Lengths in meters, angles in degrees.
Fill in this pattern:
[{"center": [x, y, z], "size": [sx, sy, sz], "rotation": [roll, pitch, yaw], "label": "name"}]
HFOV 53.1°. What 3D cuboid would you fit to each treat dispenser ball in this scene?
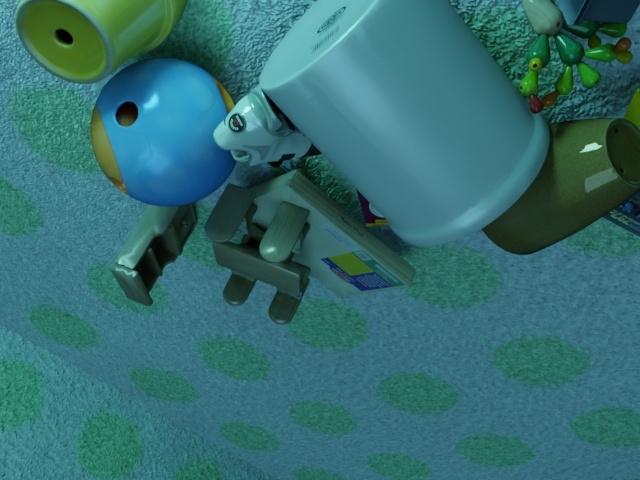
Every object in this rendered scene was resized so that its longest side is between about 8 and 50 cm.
[{"center": [-0.299, -0.209, 1.255], "size": [0.289, 0.288, 0.288], "rotation": [9, 140, 8], "label": "treat dispenser ball"}]

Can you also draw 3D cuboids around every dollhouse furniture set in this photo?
[{"center": [-0.242, 0.062, 1.512], "size": [0.395, 0.256, 0.362], "rotation": [20, 153, 9], "label": "dollhouse furniture set"}]

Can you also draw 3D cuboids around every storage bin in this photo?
[{"center": [0.420, -0.387, 0.956], "size": [0.091, 0.135, 0.098], "rotation": [6, 141, -6], "label": "storage bin"}]

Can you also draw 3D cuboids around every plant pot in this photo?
[{"center": [-0.386, -0.404, 1.097], "size": [0.254, 0.238, 0.254], "rotation": [9, 139, 8], "label": "plant pot"}, {"center": [0.432, -0.116, 1.129], "size": [0.237, 0.237, 0.254], "rotation": [32, 153, -19], "label": "plant pot"}]

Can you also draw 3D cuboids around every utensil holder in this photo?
[{"center": [0.137, -0.232, 1.076], "size": [0.328, 0.327, 0.385], "rotation": [-26, 123, 38], "label": "utensil holder"}]

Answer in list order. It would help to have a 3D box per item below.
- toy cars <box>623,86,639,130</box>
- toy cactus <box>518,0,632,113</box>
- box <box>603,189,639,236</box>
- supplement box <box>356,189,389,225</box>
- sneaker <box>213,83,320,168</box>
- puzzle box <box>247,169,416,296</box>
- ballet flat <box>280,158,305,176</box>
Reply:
[{"center": [0.697, -0.226, 1.030], "size": [0.394, 0.087, 0.176], "rotation": [-19, 101, 30], "label": "toy cars"}, {"center": [0.388, -0.320, 1.027], "size": [0.219, 0.112, 0.180], "rotation": [-35, 87, 1], "label": "toy cactus"}, {"center": [0.678, -0.084, 1.273], "size": [0.233, 0.059, 0.183], "rotation": [25, 139, -12], "label": "box"}, {"center": [0.135, -0.122, 1.382], "size": [0.104, 0.080, 0.188], "rotation": [-1, 137, 19], "label": "supplement box"}, {"center": [-0.096, -0.203, 1.215], "size": [0.146, 0.122, 0.330], "rotation": [-31, 168, 17], "label": "sneaker"}, {"center": [0.000, 0.000, 1.541], "size": [0.409, 0.052, 0.272], "rotation": [39, 149, -26], "label": "puzzle box"}, {"center": [-0.093, -0.203, 1.381], "size": [0.188, 0.070, 0.070], "rotation": [32, 138, -25], "label": "ballet flat"}]
